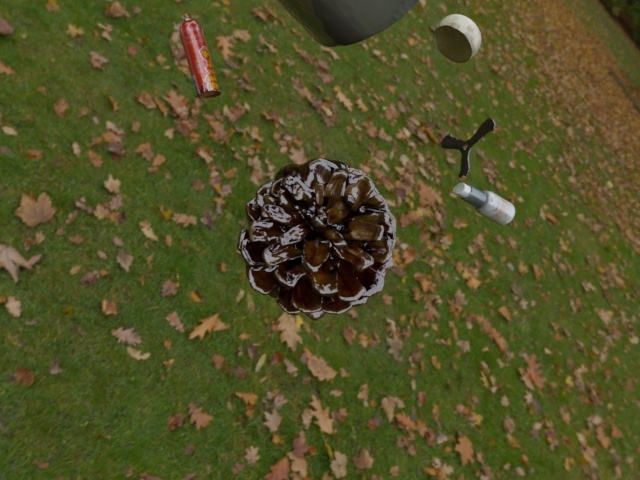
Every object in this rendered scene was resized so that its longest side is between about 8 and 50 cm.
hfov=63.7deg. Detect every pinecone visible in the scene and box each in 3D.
[{"bbox_3d":[0.000,0.000,1.222,0.397,0.397,0.398,26,45,-28],"label":"pinecone"}]

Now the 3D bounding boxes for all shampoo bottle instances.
[{"bbox_3d":[0.473,-0.111,1.489,0.192,0.074,0.074,26,44,-21],"label":"shampoo bottle"}]

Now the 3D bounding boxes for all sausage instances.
[{"bbox_3d":[-0.214,-0.324,0.903,0.050,0.048,0.145,-19,96,-40],"label":"sausage"}]

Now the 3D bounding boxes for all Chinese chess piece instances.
[{"bbox_3d":[0.348,-0.513,1.309,0.122,0.122,0.051,43,76,-10],"label":"Chinese chess piece"}]

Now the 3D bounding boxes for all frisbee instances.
[{"bbox_3d":[0.464,-0.286,1.637,0.012,0.211,0.187,21,66,-32],"label":"frisbee"}]

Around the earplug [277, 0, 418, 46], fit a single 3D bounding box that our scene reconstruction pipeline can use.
[{"bbox_3d":[-0.023,-0.542,0.801,0.394,0.312,0.313,24,44,-48],"label":"earplug"}]
